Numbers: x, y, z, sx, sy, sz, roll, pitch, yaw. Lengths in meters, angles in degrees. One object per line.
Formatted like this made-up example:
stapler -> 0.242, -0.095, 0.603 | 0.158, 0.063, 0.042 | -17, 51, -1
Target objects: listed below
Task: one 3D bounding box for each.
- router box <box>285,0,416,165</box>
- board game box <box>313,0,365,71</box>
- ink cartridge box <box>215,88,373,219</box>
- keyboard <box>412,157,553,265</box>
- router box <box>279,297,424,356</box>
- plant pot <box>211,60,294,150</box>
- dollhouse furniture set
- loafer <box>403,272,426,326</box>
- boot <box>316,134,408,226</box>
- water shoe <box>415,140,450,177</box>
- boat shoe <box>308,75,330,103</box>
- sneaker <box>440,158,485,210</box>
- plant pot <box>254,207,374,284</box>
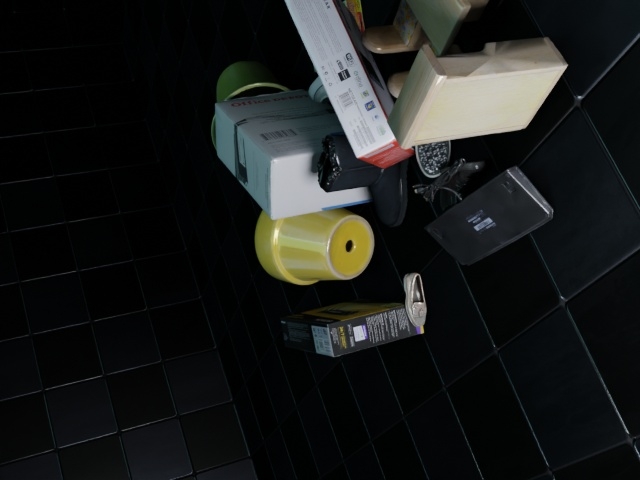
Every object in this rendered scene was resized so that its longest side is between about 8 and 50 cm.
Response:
router box -> 0.068, -0.317, 1.569 | 0.336, 0.082, 0.301 | 66, -167, 4
board game box -> 0.039, -0.503, 1.958 | 0.259, 0.039, 0.124 | -3, 98, 63
ink cartridge box -> -0.069, -0.229, 2.005 | 0.395, 0.285, 0.166 | -132, 38, -50
keyboard -> 0.289, -0.067, 1.509 | 0.201, 0.033, 0.317 | 45, 152, -2
router box -> 0.069, 0.207, 1.944 | 0.309, 0.242, 0.081 | -6, 95, 66
plant pot -> -0.196, -0.387, 2.294 | 0.254, 0.276, 0.276 | -112, 23, -49
dollhouse furniture set -> 0.196, -0.376, 1.381 | 0.394, 0.256, 0.362 | 66, 153, 27
loafer -> 0.220, 0.136, 1.823 | 0.039, 0.045, 0.125 | -19, 80, 59
boot -> 0.091, -0.132, 1.786 | 0.094, 0.207, 0.247 | -134, 39, -52
water shoe -> 0.224, -0.233, 1.643 | 0.080, 0.072, 0.203 | -66, -34, -81
boat shoe -> 0.055, -0.376, 1.912 | 0.088, 0.096, 0.267 | 62, 151, 1
sneaker -> 0.282, -0.107, 1.570 | 0.170, 0.051, 0.089 | 174, 85, -71
plant pot -> 0.000, 0.000, 2.038 | 0.239, 0.254, 0.254 | 13, 113, 47
